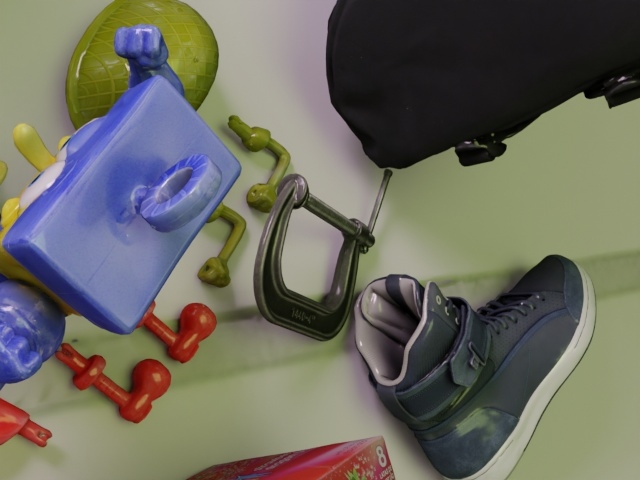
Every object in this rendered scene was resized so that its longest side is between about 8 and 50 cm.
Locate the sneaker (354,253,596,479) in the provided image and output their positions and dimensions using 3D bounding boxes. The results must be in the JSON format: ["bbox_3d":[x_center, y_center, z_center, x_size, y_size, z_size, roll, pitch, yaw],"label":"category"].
[{"bbox_3d":[0.121,0.056,0.707,0.163,0.086,0.226,49,56,-21],"label":"sneaker"}]

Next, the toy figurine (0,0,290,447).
[{"bbox_3d":[-0.087,-0.010,0.482,0.191,0.217,0.362,46,56,-20],"label":"toy figurine"}]

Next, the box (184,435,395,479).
[{"bbox_3d":[-0.056,0.195,0.455,0.257,0.128,0.122,-11,85,-62],"label":"box"}]

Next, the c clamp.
[{"bbox_3d":[0.000,0.000,0.637,0.161,0.022,0.137,19,82,-63],"label":"c clamp"}]

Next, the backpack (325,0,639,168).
[{"bbox_3d":[0.159,-0.256,0.698,0.273,0.290,0.355,56,44,-12],"label":"backpack"}]
